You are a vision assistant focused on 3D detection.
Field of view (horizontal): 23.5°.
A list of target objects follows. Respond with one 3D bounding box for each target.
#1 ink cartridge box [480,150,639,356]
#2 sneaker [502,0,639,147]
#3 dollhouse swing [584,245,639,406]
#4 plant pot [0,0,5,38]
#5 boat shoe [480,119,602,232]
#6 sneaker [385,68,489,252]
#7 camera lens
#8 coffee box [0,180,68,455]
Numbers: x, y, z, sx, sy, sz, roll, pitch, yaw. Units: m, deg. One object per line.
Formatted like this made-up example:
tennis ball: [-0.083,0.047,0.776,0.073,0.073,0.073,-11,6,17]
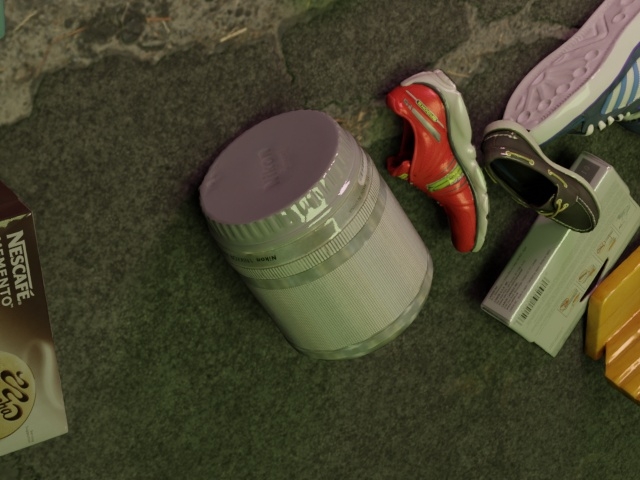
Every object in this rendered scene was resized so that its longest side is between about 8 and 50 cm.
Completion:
ink cartridge box: [0.368,0.026,2.297,0.275,0.060,0.239,-57,152,0]
sneaker: [0.423,-0.187,2.192,0.323,0.130,0.236,-47,124,-14]
dollhouse swing: [0.570,0.075,2.235,0.315,0.347,0.305,-41,137,-12]
plant pot: [-0.428,-0.294,1.570,0.166,0.165,0.234,-35,133,-16]
boat shoe: [0.301,-0.071,2.105,0.228,0.081,0.068,38,45,-27]
sneaker: [0.151,-0.100,2.090,0.118,0.107,0.279,-20,118,-4]
camera lens: [0.000,0.000,1.937,0.219,0.219,0.274,-43,127,-11]
coffee box: [-0.407,0.099,1.774,0.168,0.119,0.297,-17,119,-26]
